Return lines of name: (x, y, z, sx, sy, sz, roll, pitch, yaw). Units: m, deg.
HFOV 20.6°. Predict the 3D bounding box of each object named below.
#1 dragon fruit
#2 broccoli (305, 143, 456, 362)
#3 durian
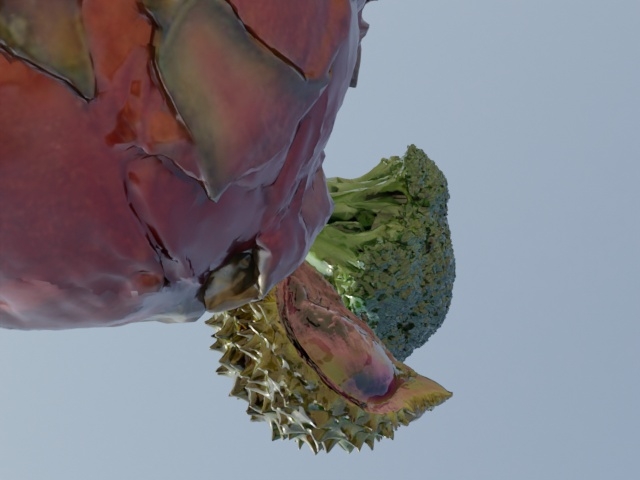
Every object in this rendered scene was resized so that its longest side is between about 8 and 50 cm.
dragon fruit: (-0.113, -0.118, 0.606, 0.277, 0.343, 0.277, -8, -166, 2)
broccoli: (0.000, 0.000, 1.571, 0.269, 0.254, 0.269, 26, -147, -19)
durian: (-0.018, 0.094, 1.205, 0.119, 0.186, 0.108, -45, -176, 17)
